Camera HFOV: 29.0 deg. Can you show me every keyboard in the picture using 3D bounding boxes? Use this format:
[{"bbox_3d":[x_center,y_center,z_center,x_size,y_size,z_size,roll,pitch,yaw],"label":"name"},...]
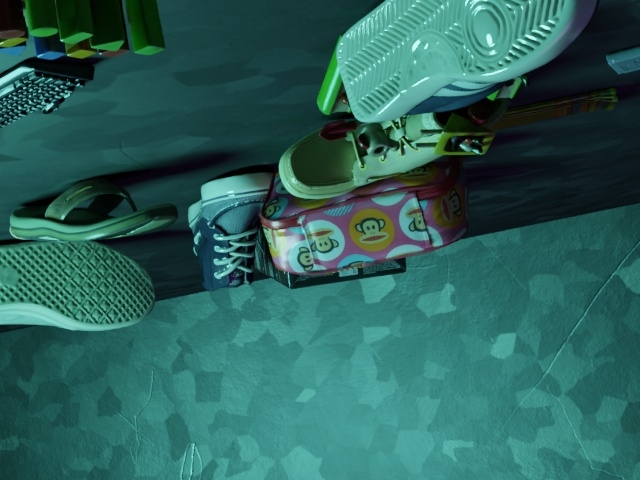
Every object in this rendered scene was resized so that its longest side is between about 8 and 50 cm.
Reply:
[{"bbox_3d":[-0.299,-0.143,1.254,0.180,0.023,0.108,-15,171,43],"label":"keyboard"}]

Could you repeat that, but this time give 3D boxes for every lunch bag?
[{"bbox_3d":[0.070,-0.064,1.795,0.293,0.120,0.258,-11,-156,11],"label":"lunch bag"}]

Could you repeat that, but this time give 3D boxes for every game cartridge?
[{"bbox_3d":[0.398,-0.231,1.572,0.056,0.017,0.083,-9,174,22],"label":"game cartridge"}]

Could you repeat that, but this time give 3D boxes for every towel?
[{"bbox_3d":[0.315,-0.182,1.819,0.237,0.021,0.102,-11,172,8],"label":"towel"}]

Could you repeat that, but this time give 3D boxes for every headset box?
[{"bbox_3d":[0.000,0.000,2.239,0.218,0.110,0.293,-8,-170,-16],"label":"headset box"}]

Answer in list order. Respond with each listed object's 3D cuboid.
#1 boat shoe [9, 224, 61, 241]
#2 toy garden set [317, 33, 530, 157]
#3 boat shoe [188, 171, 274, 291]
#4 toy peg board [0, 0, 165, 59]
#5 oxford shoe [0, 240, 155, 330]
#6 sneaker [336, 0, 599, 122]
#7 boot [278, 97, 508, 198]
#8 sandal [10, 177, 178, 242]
[{"bbox_3d":[-0.419,-0.024,1.950,0.137,0.049,0.043,-2,168,-24],"label":"boat shoe"},{"bbox_3d":[0.117,-0.150,1.369,0.244,0.049,0.203,-8,149,-20],"label":"toy garden set"},{"bbox_3d":[-0.135,-0.007,2.013,0.127,0.158,0.340,-8,173,-14],"label":"boat shoe"},{"bbox_3d":[-0.209,-0.170,0.929,0.161,0.079,0.161,-15,171,34],"label":"toy peg board"},{"bbox_3d":[-0.511,0.082,2.196,0.449,0.169,0.130,3,164,-31],"label":"oxford shoe"},{"bbox_3d":[0.154,-0.198,1.108,0.148,0.131,0.350,-14,-179,-28],"label":"sneaker"},{"bbox_3d":[0.091,-0.131,1.572,0.262,0.095,0.203,-14,176,-22],"label":"boot"},{"bbox_3d":[-0.338,-0.046,1.770,0.303,0.086,0.120,3,-173,35],"label":"sandal"}]
